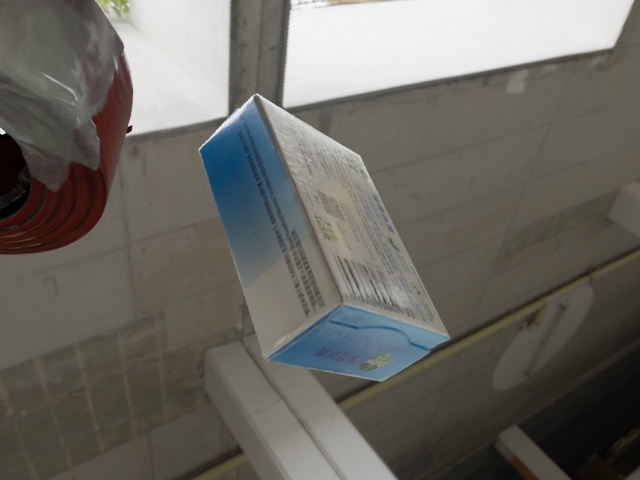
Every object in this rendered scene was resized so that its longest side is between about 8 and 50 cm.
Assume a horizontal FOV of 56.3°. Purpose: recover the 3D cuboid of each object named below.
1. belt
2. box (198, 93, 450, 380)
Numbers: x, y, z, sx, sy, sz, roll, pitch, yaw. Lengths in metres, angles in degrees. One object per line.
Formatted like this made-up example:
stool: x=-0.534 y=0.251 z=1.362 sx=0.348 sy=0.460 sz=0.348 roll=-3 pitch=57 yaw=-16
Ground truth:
belt: x=-0.273 y=-0.099 z=0.487 sx=0.227 sy=0.115 sz=0.324 roll=22 pitch=-33 yaw=-30
box: x=0.000 y=-0.001 z=0.455 sx=0.073 sy=0.194 sz=0.139 roll=-39 pitch=-37 yaw=23
